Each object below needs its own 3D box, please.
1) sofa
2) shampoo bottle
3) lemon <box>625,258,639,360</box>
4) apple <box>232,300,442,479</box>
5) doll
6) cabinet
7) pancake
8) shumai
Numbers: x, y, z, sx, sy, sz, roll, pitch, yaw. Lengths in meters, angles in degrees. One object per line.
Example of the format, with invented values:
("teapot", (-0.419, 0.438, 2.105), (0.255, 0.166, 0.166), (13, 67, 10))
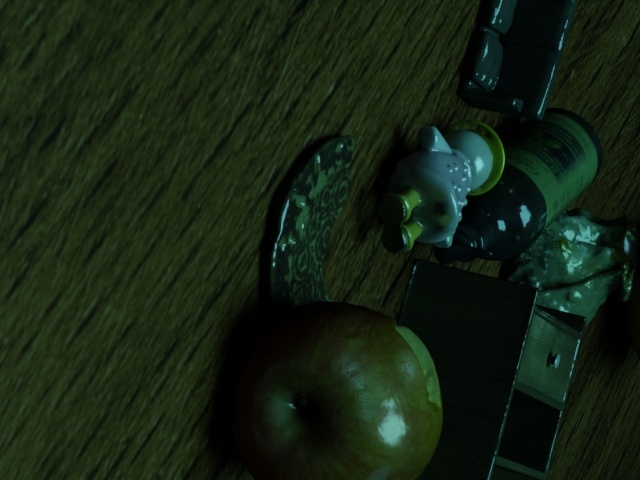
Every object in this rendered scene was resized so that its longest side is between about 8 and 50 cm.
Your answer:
("sofa", (0.202, -0.203, 1.715), (0.060, 0.085, 0.147), (36, 70, -64))
("shampoo bottle", (0.199, -0.045, 1.760), (0.284, 0.101, 0.101), (-40, 135, -49))
("lemon", (0.548, 0.091, 2.314), (0.310, 0.257, 0.258), (-42, 137, -41))
("apple", (0.021, 0.142, 1.438), (0.199, 0.199, 0.199), (-35, 131, -52))
("doll", (0.118, -0.058, 1.626), (0.207, 0.081, 0.129), (-44, 133, -51))
("cabinet", (0.164, 0.150, 1.731), (0.175, 0.148, 0.215), (29, 75, -62))
("pancake", (0.000, 0.000, 1.496), (0.184, 0.020, 0.191), (47, 62, -58))
("shumai", (0.301, 0.052, 1.954), (0.184, 0.142, 0.184), (-28, 122, -56))
